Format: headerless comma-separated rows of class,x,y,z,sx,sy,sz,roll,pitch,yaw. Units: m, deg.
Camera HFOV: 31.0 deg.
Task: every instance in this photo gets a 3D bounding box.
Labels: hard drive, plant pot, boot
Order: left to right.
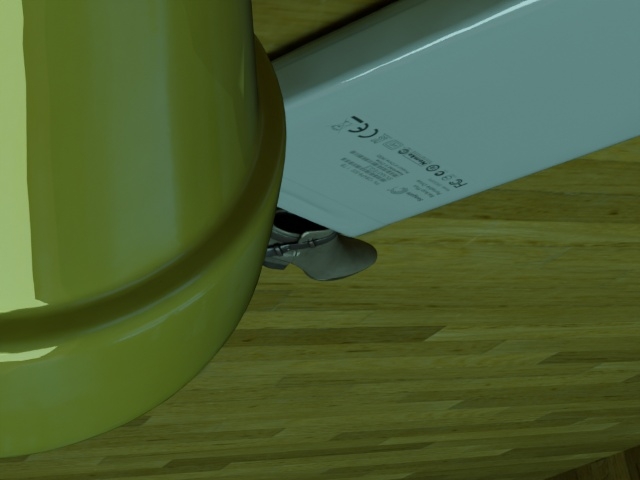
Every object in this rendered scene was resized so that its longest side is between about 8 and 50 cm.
plant pot,-0.128,-0.082,0.429,0.254,0.254,0.239,-3,145,-16
boot,0.000,0.000,0.965,0.118,0.042,0.087,-4,157,-15
hard drive,0.111,-0.097,0.743,0.353,0.047,0.233,-20,157,28
